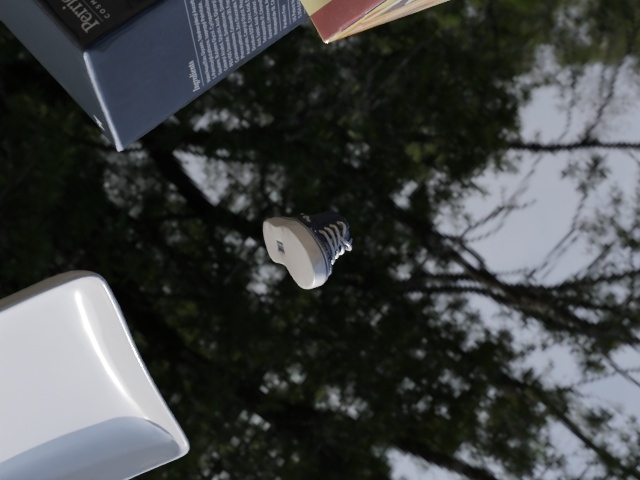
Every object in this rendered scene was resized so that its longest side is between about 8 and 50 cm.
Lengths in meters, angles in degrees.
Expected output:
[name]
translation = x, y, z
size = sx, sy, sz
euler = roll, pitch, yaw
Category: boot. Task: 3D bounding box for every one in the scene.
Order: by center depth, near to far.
[boot]
translation = 0.000, 0.000, 1.281
size = 0.086, 0.069, 0.190
euler = -13, -163, -14

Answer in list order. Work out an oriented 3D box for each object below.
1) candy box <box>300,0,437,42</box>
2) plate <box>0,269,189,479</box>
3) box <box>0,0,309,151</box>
[candy box]
translation = 0.120, -0.286, 1.093
size = 0.183, 0.087, 0.316
euler = -30, -179, 33
[plate]
translation = -0.267, 0.142, 0.924
size = 0.278, 0.277, 0.045
euler = -22, -127, -6
[box]
translation = -0.182, -0.357, 1.378
size = 0.395, 0.293, 0.212
euler = -39, 159, -15
